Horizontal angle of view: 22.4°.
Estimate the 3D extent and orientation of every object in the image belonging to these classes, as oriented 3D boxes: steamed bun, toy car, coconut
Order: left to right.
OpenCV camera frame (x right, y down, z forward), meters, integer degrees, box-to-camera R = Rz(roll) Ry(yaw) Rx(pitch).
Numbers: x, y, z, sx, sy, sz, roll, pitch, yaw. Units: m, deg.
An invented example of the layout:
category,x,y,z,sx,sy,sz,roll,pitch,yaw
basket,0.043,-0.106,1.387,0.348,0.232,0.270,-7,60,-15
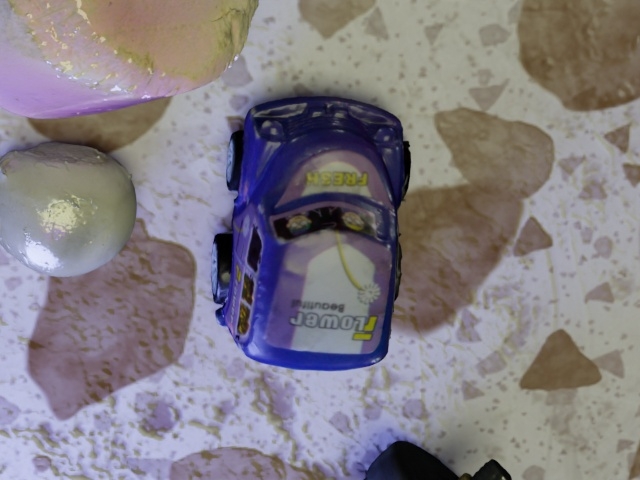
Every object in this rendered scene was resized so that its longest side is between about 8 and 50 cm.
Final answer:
category,x,y,z,sx,sy,sz,roll,pitch,yaw
steamed bun,-0.224,-0.022,1.399,0.129,0.091,0.113,7,113,-12
coconut,-0.189,-0.207,1.256,0.233,0.245,0.233,0,90,-38
toy car,0.000,0.000,1.406,0.172,0.158,0.235,2,113,-10

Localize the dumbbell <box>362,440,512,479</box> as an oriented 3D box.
category,x,y,z,sx,sy,sz,roll,pitch,yaw
dumbbell,0.039,0.351,1.548,0.185,0.185,0.388,39,103,-21
